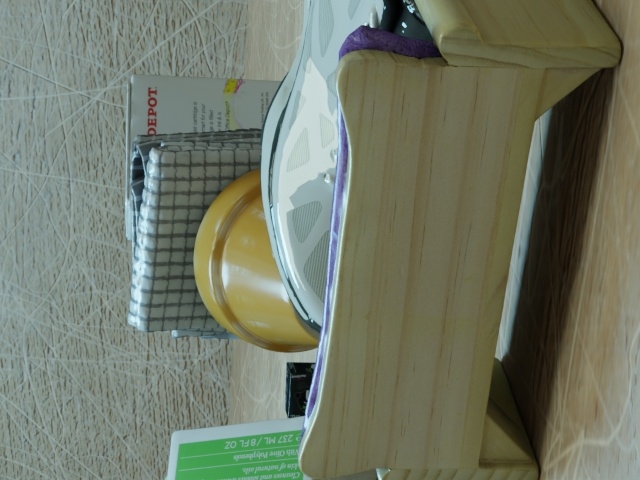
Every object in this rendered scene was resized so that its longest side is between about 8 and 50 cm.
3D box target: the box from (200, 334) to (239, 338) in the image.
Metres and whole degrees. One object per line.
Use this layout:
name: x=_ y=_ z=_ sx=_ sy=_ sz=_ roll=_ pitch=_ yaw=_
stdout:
box: x=-0.076 y=0.080 z=2.183 sx=0.231 sy=0.183 sz=0.056 roll=-127 pitch=39 yaw=-76

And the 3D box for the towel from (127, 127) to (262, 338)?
towel: x=-0.088 y=-0.013 z=1.888 sx=0.121 sy=0.283 sz=0.235 roll=-135 pitch=47 yaw=-60

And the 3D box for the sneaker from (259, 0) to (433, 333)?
sneaker: x=0.044 y=-0.122 z=1.388 sx=0.257 sy=0.169 sz=0.447 roll=-141 pitch=55 yaw=-82

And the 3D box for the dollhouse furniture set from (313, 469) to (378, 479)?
dollhouse furniture set: x=0.087 y=0.234 z=1.305 sx=0.129 sy=0.129 sz=0.184 roll=152 pitch=95 yaw=-80

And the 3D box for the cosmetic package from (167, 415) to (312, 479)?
cosmetic package: x=-0.056 y=0.383 z=1.688 sx=0.155 sy=0.197 sz=0.366 roll=39 pitch=-132 yaw=-50

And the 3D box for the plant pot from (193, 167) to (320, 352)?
plant pot: x=-0.009 y=0.032 z=1.739 sx=0.188 sy=0.205 sz=0.205 roll=-156 pitch=67 yaw=-64

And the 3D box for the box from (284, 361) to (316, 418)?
box: x=0.001 y=0.181 z=1.961 sx=0.052 sy=0.083 sz=0.062 roll=-117 pitch=28 yaw=-76

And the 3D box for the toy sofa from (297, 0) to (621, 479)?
toy sofa: x=0.075 y=-0.010 z=1.126 sx=0.150 sy=0.177 sz=0.362 roll=-103 pitch=15 yaw=-59

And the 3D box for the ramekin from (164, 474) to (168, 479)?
ramekin: x=-0.071 y=0.404 z=1.962 sx=0.303 sy=0.148 sz=0.303 roll=163 pitch=90 yaw=-79

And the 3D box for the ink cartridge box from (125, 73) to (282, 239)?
ink cartridge box: x=-0.125 y=-0.107 z=2.214 sx=0.117 sy=0.278 sz=0.201 roll=110 pitch=160 yaw=-66
